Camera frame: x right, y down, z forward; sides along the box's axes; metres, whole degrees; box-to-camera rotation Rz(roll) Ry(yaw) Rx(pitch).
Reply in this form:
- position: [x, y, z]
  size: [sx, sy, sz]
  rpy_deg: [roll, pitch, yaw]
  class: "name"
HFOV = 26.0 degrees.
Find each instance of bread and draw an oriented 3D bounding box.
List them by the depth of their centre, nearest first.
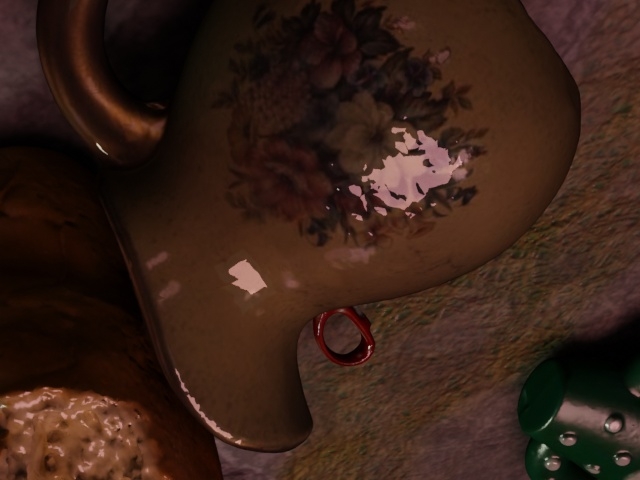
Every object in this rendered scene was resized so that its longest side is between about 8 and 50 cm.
- position: [-0.162, 0.088, 0.888]
  size: [0.149, 0.344, 0.195]
  rpy_deg: [-40, 131, 13]
  class: "bread"

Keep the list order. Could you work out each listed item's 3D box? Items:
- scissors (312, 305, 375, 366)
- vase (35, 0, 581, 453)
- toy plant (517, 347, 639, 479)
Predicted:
- position: [0.000, 0.000, 1.080]
  size: [0.144, 0.017, 0.247]
  rpy_deg: [-46, 130, 6]
  class: "scissors"
- position: [-0.033, -0.079, 0.856]
  size: [0.302, 0.241, 0.329]
  rpy_deg: [-43, 96, 6]
  class: "vase"
- position: [0.305, 0.175, 1.314]
  size: [0.243, 0.113, 0.233]
  rpy_deg: [-5, 135, -6]
  class: "toy plant"
